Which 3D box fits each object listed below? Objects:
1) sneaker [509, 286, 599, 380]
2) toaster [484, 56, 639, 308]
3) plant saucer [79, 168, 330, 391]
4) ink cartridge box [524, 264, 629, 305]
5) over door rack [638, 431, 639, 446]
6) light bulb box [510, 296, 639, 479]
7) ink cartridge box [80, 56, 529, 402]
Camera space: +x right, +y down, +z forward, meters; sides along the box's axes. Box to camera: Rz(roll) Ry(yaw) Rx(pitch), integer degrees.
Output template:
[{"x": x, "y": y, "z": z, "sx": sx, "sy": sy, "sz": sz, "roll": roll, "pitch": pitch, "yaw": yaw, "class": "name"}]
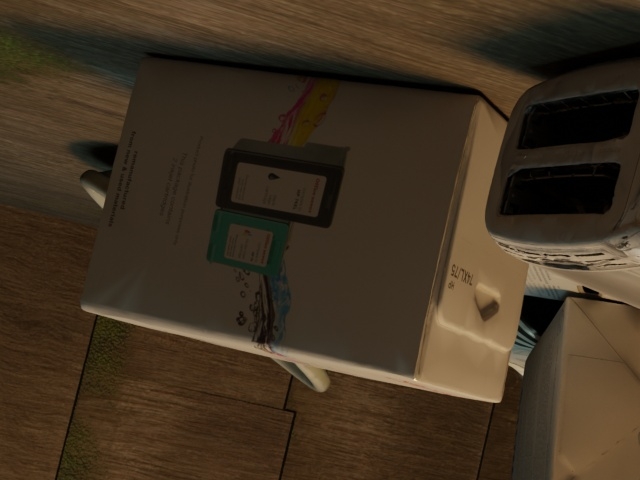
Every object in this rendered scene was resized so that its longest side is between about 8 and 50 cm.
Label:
[{"x": 0.395, "y": 0.155, "z": 1.897, "sx": 0.447, "sy": 0.169, "sz": 0.257, "roll": 19, "pitch": 174, "yaw": -33, "class": "sneaker"}, {"x": 0.194, "y": -0.026, "z": 0.737, "sx": 0.146, "sy": 0.129, "sz": 0.227, "roll": 19, "pitch": 175, "yaw": -22, "class": "toaster"}, {"x": -0.117, "y": 0.024, "z": 1.638, "sx": 0.400, "sy": 0.100, "sz": 0.400, "roll": 41, "pitch": 172, "yaw": 7, "class": "plant saucer"}, {"x": 0.174, "y": 0.007, "z": 1.428, "sx": 0.330, "sy": 0.071, "sz": 0.324, "roll": 7, "pitch": 173, "yaw": 14, "class": "ink cartridge box"}, {"x": 0.486, "y": 0.273, "z": 1.272, "sx": 0.239, "sy": 0.108, "sz": 0.324, "roll": -26, "pitch": 115, "yaw": 24, "class": "over door rack"}, {"x": 0.424, "y": 0.235, "z": 1.557, "sx": 0.358, "sy": 0.225, "sz": 0.361, "roll": 9, "pitch": 164, "yaw": 4, "class": "light bulb box"}, {"x": 0.004, "y": -0.005, "z": 0.988, "sx": 0.270, "sy": 0.197, "sz": 0.198, "roll": 10, "pitch": 174, "yaw": 25, "class": "ink cartridge box"}]
